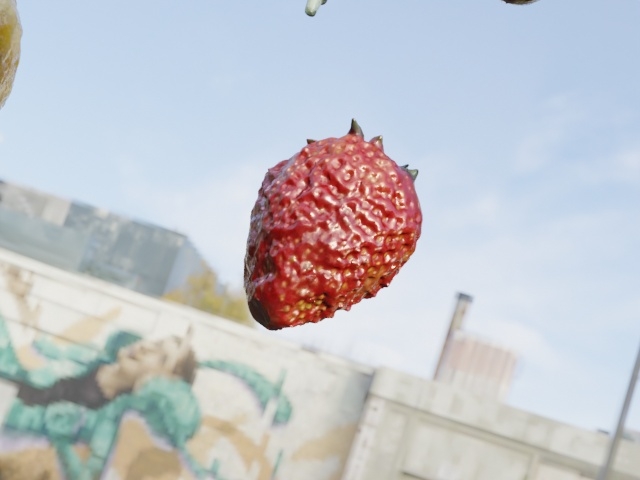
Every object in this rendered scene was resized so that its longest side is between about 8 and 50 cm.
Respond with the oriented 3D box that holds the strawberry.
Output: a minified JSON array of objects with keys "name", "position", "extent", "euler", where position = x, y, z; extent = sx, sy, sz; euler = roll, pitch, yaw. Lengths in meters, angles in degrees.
[{"name":"strawberry","position":[-0.003,-0.006,0.992],"extent":[0.131,0.148,0.131],"euler":[37,-38,37]}]

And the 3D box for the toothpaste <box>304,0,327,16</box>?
[{"name":"toothpaste","position":[0.017,-0.375,1.783],"extent":[0.049,0.204,0.031],"euler":[22,-24,-9]}]

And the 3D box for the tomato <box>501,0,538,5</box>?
[{"name":"tomato","position":[0.174,-0.249,1.196],"extent":[0.075,0.087,0.087],"euler":[-22,-38,40]}]

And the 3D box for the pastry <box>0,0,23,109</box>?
[{"name":"pastry","position":[-0.390,-0.193,1.375],"extent":[0.182,0.192,0.093],"euler":[6,9,6]}]
